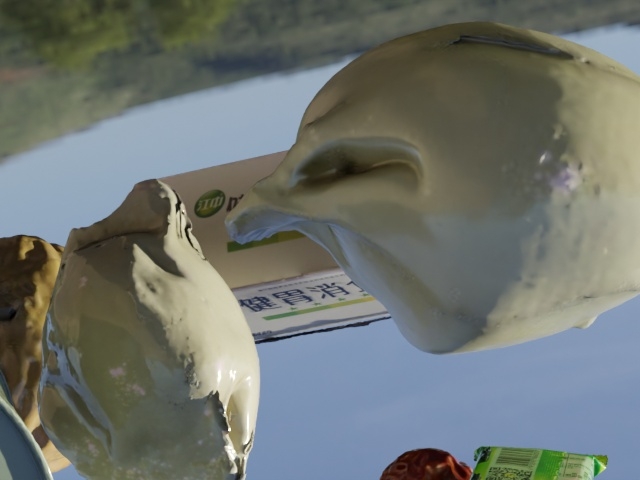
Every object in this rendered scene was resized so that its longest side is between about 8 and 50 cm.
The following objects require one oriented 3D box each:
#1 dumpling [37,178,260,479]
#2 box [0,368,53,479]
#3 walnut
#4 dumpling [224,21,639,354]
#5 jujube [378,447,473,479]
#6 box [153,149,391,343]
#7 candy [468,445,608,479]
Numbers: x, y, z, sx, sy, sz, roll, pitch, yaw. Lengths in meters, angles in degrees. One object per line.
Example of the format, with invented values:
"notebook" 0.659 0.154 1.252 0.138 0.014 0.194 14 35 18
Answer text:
"dumpling" -0.104 0.066 1.058 0.136 0.199 0.118 -24 154 30
"box" -0.254 0.131 0.929 0.226 0.226 0.149 -16 -159 -14
"walnut" -0.283 0.109 1.735 0.198 0.198 0.245 -11 -126 12
"dumpling" 0.129 -0.039 1.328 0.395 0.233 0.315 -4 -175 -2
"jujube" 0.086 0.249 1.576 0.109 0.112 0.176 9 146 -11
"box" 0.002 0.000 1.885 0.333 0.145 0.173 -12 160 21
"candy" 0.151 0.181 1.336 0.102 0.032 0.178 6 -168 10
